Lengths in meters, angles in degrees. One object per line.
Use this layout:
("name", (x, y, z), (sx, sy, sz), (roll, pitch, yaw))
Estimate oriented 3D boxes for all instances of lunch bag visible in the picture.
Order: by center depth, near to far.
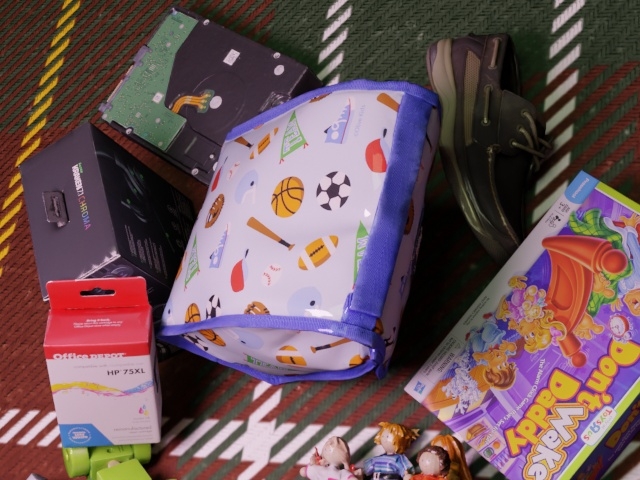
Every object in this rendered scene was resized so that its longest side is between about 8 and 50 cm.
("lunch bag", (0.000, 0.000, 1.374), (0.385, 0.239, 0.328), (-21, 51, 60))

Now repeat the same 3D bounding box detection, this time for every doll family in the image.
("doll family", (0.096, 0.301, 1.324), (0.263, 0.118, 0.163), (-5, 69, 48))

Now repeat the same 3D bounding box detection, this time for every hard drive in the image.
("hard drive", (-0.184, -0.224, 1.762), (0.339, 0.064, 0.237), (30, 83, 36))

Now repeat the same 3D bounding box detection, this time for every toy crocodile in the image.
("toy crocodile", (-0.271, 0.336, 1.500), (0.340, 0.115, 0.105), (48, 138, 46))

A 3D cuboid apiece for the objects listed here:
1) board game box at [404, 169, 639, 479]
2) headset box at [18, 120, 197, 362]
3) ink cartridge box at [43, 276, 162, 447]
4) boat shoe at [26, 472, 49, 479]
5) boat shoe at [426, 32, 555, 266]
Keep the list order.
("board game box", (0.298, 0.118, 1.301), (0.347, 0.078, 0.233), (-51, 52, -2))
("headset box", (-0.285, 0.004, 1.569), (0.131, 0.283, 0.246), (-30, 56, 14))
("ink cartridge box", (-0.283, 0.161, 1.442), (0.134, 0.231, 0.078), (-3, 36, -3))
("boat shoe", (-0.346, 0.421, 1.513), (0.084, 0.095, 0.258), (-49, 51, -5))
("boat shoe", (0.229, -0.138, 1.438), (0.130, 0.132, 0.355), (-20, 59, 21))
